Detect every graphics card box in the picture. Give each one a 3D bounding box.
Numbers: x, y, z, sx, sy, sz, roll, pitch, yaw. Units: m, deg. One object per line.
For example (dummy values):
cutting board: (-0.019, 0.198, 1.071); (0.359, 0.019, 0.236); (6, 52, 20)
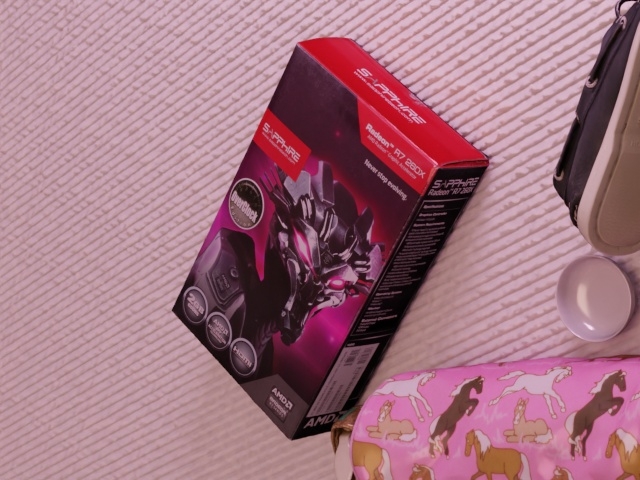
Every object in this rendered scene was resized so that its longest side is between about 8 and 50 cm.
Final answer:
graphics card box: (0.000, 0.000, 1.680); (0.233, 0.094, 0.371); (45, 123, 30)

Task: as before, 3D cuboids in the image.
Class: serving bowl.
serving bowl: (0.264, 0.053, 1.489); (0.083, 0.027, 0.083); (6, 99, 42)

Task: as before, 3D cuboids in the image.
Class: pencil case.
pencil case: (0.214, 0.193, 1.462); (0.386, 0.160, 0.167); (-10, 87, 42)

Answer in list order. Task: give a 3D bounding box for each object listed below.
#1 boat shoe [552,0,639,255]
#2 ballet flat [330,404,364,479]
boat shoe: (0.294, -0.159, 1.383); (0.113, 0.127, 0.340); (50, 130, 55)
ballet flat: (0.046, 0.281, 1.683); (0.073, 0.067, 0.206); (-17, 83, 41)
